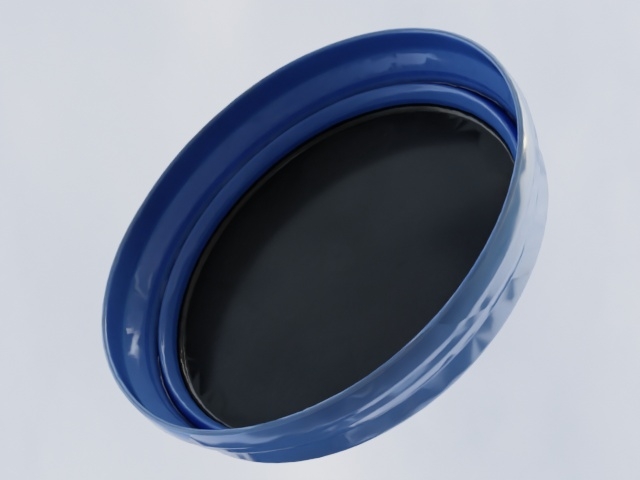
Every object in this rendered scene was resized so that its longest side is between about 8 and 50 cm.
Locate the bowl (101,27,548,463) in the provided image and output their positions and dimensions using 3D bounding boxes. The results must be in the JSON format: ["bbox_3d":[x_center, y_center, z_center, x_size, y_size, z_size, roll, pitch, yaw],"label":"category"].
[{"bbox_3d":[0.000,0.000,0.978,0.391,0.391,0.077,-43,-52,-1],"label":"bowl"}]
